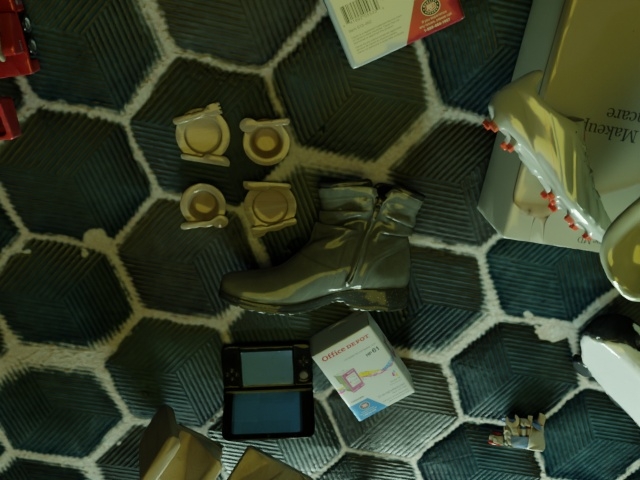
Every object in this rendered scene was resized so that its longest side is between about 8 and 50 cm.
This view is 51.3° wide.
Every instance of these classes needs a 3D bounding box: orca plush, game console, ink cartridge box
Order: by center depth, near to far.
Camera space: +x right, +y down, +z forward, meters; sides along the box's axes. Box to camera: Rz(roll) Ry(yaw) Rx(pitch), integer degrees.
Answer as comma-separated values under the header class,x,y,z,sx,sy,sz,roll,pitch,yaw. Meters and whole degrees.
class,x,y,z,sx,sy,sz,roll,pitch,yaw
ink cartridge box,0.055,-0.288,0.687,0.127,0.072,0.175,-23,111,7
game console,-0.069,0.196,0.875,0.122,0.071,0.107,-2,112,-3
orca plush,0.444,0.175,0.878,0.287,0.151,0.102,43,73,-14
ink cartridge box,0.054,0.163,0.878,0.088,0.052,0.122,-31,109,10

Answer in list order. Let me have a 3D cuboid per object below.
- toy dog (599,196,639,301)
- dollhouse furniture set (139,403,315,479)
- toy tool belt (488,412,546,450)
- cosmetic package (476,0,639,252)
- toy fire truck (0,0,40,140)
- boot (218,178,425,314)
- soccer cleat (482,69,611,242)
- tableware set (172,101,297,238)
class,x,y,z,sx,sy,sz,roll,pitch,yaw
toy dog,0.481,-0.074,0.633,0.284,0.408,0.396,31,119,19
dollhouse furniture set,-0.165,0.472,0.941,0.362,0.256,0.394,34,85,-15
toy tool belt,0.277,0.264,0.936,0.083,0.052,0.051,10,80,-10
cosmetic package,0.297,-0.152,0.733,0.160,0.113,0.310,7,110,-6
toy fire truck,-0.335,-0.204,0.668,0.047,0.135,0.192,-7,112,0
boot,0.000,0.000,0.805,0.246,0.083,0.161,-1,106,-10
soccer cleat,0.244,-0.079,0.665,0.076,0.068,0.196,-40,104,10
tableware set,-0.100,-0.080,0.791,0.141,0.020,0.169,-2,112,-2
